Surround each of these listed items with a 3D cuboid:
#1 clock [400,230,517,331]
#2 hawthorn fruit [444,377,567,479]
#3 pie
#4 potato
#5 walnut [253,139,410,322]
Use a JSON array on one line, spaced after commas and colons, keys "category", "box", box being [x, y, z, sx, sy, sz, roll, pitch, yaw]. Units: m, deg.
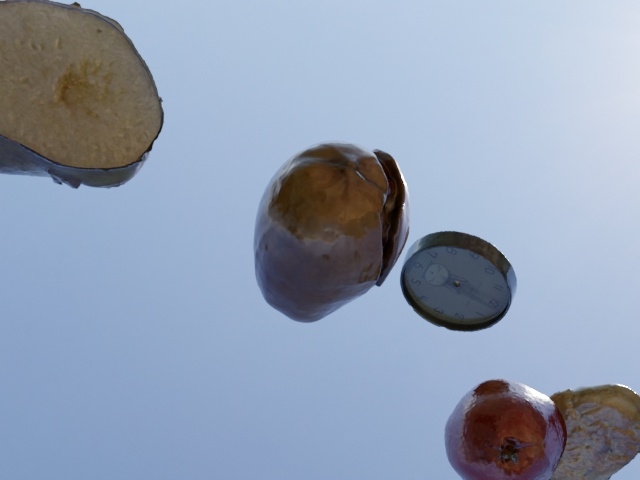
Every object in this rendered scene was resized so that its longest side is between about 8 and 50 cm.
[{"category": "clock", "box": [0.250, 0.080, 1.626, 0.214, 0.215, 0.042, 2, -142, 23]}, {"category": "hawthorn fruit", "box": [0.291, 0.319, 1.391, 0.196, 0.197, 0.225, -13, 177, 7]}, {"category": "pie", "box": [0.450, 0.328, 1.499, 0.218, 0.185, 0.052, -50, -168, 23]}, {"category": "potato", "box": [-0.378, -0.188, 1.239, 0.196, 0.299, 0.247, -32, -144, 65]}, {"category": "walnut", "box": [0.000, 0.000, 1.222, 0.209, 0.336, 0.209, 12, -132, -14]}]
